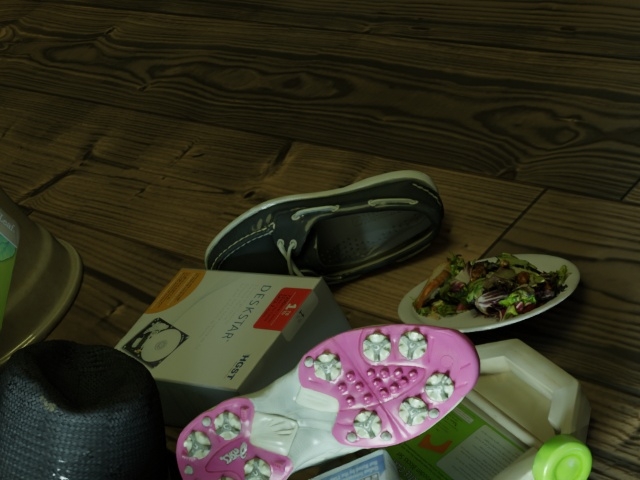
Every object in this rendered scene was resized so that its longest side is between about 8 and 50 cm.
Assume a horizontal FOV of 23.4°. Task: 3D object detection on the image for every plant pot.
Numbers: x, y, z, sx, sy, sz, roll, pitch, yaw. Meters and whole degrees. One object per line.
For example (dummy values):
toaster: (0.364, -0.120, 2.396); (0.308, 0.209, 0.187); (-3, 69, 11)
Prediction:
plant pot: (-0.545, -0.002, 2.110); (0.334, 0.305, 0.334); (-21, 31, 14)

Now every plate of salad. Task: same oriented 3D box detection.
plate of salad: (0.178, 0.047, 1.660); (0.200, 0.048, 0.200); (-13, 18, 4)

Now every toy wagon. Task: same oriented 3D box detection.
toy wagon: (0.091, 0.226, 1.489); (0.344, 0.068, 0.267); (-37, 31, -11)

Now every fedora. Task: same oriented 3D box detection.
fedora: (-0.252, 0.194, 1.596); (0.334, 0.152, 0.334); (10, 13, -2)

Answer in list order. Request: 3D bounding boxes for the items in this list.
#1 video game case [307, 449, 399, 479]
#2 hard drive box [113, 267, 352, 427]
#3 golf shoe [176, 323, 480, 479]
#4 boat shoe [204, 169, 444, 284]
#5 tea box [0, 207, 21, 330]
video game case: (-0.068, 0.351, 1.348); (0.329, 0.036, 0.300); (-24, 34, 11)
hard drive box: (-0.110, 0.126, 1.778); (0.232, 0.089, 0.181); (2, 43, 41)
golf shoe: (0.013, 0.153, 1.464); (0.306, 0.115, 0.140); (-23, -4, 17)
boat shoe: (0.000, 0.000, 1.850); (0.302, 0.114, 0.091); (-23, 25, 11)
tea box: (-0.560, 0.090, 1.783); (0.329, 0.220, 0.323); (-13, 52, 23)
